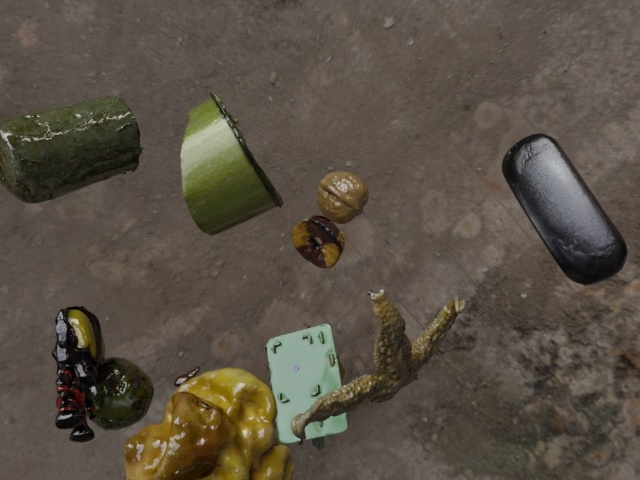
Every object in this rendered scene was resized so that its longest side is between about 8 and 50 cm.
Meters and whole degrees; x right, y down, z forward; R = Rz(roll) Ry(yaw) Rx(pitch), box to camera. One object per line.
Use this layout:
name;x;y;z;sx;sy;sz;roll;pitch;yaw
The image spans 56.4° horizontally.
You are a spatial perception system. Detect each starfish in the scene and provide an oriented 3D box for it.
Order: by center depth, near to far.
starfish;0.145;0.245;1.255;0.082;0.432;0.324;41;118;38

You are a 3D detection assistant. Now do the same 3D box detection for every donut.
donut;0.000;0.000;1.491;0.140;0.059;0.140;14;123;23

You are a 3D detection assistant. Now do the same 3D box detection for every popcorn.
popcorn;-0.186;0.387;0.966;0.297;0.281;0.315;-20;114;-19

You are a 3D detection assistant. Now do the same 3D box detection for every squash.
squash;-0.162;-0.128;0.987;0.133;0.220;0.220;-26;97;5

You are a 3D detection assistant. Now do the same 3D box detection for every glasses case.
glasses case;0.455;-0.063;1.128;0.122;0.075;0.314;-37;65;27

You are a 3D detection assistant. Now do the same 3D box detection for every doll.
doll;-0.410;0.211;1.015;0.088;0.248;0.127;5;132;-25

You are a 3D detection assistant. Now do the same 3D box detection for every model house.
model house;0.011;0.486;1.943;0.242;0.313;0.357;-20;65;19

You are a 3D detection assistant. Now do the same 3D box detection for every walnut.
walnut;0.063;-0.131;1.769;0.166;0.166;0.149;-49;137;5

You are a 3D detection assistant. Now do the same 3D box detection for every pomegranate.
pomegranate;-0.380;0.277;1.126;0.138;0.163;0.125;28;107;-7

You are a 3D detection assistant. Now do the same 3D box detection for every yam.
yam;-0.575;-0.206;1.349;0.300;0.195;0.195;-26;99;-35
